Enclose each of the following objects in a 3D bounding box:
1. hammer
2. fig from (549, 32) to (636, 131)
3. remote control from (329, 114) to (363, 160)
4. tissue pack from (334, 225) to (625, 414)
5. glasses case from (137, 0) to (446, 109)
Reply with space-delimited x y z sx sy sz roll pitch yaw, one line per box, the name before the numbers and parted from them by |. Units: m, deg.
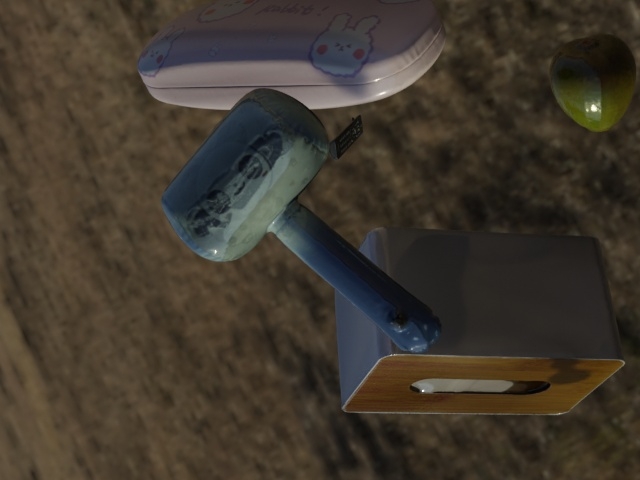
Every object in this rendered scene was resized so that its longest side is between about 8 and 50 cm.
hammer | 0.000 0.000 0.906 0.194 0.116 0.069 41 -166 1
fig | 0.236 -0.132 1.238 0.074 0.074 0.088 39 149 56
remote control | 0.035 -0.144 1.984 0.016 0.091 0.034 4 120 26
tissue pack | 0.150 0.082 1.422 0.159 0.246 0.136 119 150 -60
glasses case | -0.030 -0.163 1.232 0.296 0.113 0.075 4 132 36
